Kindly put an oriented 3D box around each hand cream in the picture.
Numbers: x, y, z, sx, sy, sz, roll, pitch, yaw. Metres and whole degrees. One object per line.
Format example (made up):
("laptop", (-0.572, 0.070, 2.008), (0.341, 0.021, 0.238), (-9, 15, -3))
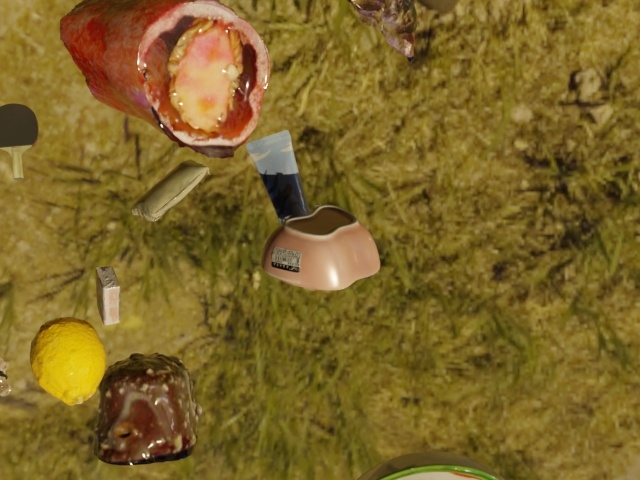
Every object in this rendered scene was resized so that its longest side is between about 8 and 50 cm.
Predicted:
("hand cream", (-0.066, -0.080, 1.786), (0.091, 0.058, 0.271), (-18, 103, 0))

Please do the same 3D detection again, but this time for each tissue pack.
("tissue pack", (-0.361, 0.093, 1.512), (0.035, 0.063, 0.083), (-10, 130, -23))

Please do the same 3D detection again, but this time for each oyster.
("oyster", (0.086, -0.440, 1.451), (0.096, 0.221, 0.361), (-35, 160, 17))

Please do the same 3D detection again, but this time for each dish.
("dish", (0.000, 0.000, 1.581), (0.213, 0.213, 0.090), (5, 117, 6))
("dish", (0.163, 0.451, 1.416), (0.324, 0.124, 0.324), (-1, 115, -3))

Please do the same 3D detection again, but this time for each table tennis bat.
("table tennis bat", (-0.571, -0.187, 1.663), (0.087, 0.156, 0.013), (-5, 163, -16))

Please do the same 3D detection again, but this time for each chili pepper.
("chili pepper", (-0.258, -0.267, 1.376), (0.305, 0.229, 0.251), (16, -176, 37))

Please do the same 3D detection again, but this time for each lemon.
("lemon", (-0.395, 0.188, 1.394), (0.114, 0.155, 0.114), (-15, 143, -12))

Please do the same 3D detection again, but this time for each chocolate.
("chocolate", (-0.374, 0.346, 1.925), (0.225, 0.210, 0.340), (1, 180, -1))

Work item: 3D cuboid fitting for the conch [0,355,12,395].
("conch", (-0.557, 0.189, 1.289), (0.207, 0.155, 0.130), (1, 169, -15))

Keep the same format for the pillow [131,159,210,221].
("pillow", (-0.374, -0.125, 2.205), (0.119, 0.208, 0.053), (28, 156, 48))
